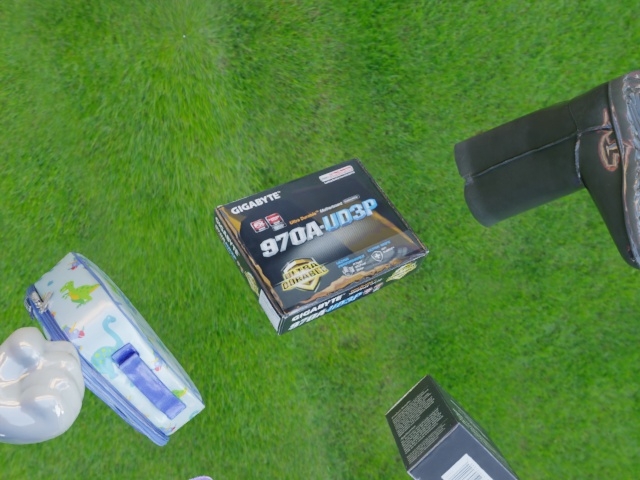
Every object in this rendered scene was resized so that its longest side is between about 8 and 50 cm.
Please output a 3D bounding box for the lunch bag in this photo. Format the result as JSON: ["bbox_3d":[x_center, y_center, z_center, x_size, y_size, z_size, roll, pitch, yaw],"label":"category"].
[{"bbox_3d":[-0.232,0.126,0.766,0.090,0.176,0.219,-41,134,-15],"label":"lunch bag"}]

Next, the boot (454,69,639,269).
[{"bbox_3d":[0.465,-0.092,1.336,0.146,0.445,0.367,4,79,-32],"label":"boot"}]

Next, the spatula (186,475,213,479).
[{"bbox_3d":[-0.281,0.366,0.925,0.296,0.030,0.084,-8,128,13],"label":"spatula"}]

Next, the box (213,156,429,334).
[{"bbox_3d":[0.000,0.000,0.853,0.220,0.175,0.051,-22,153,-25],"label":"box"}]

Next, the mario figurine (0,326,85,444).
[{"bbox_3d":[-0.213,0.072,0.272,0.320,0.198,0.170,37,73,3],"label":"mario figurine"}]

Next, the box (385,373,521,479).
[{"bbox_3d":[0.204,0.329,1.055,0.108,0.207,0.153,-45,98,3],"label":"box"}]
